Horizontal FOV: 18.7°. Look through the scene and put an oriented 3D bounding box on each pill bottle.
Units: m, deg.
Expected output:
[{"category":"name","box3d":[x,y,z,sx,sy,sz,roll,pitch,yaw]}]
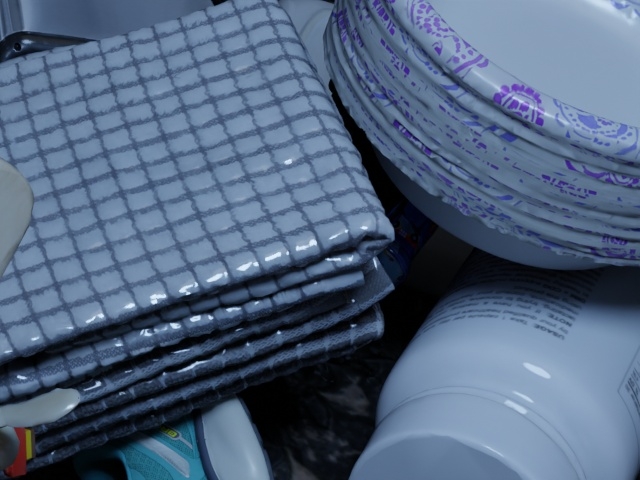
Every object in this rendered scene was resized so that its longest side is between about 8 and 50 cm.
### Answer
[{"category":"pill bottle","box3d":[0.130,0.095,1.198,0.160,0.160,0.283,27,37,10]}]

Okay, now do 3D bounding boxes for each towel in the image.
[{"category":"towel","box3d":[-0.116,-0.007,1.117,0.283,0.121,0.235,-19,49,-9]}]

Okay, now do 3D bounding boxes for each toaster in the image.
[{"category":"toaster","box3d":[-0.161,-0.082,1.284,0.185,0.168,0.110,5,37,-21]}]

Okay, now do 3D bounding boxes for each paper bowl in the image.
[{"category":"paper bowl","box3d":[0.140,-0.094,1.175,0.284,0.148,0.284,15,39,-12]}]

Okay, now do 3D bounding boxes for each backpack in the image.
[{"category":"backpack","box3d":[0.000,0.000,1.267,0.117,0.158,0.173,37,58,0]}]

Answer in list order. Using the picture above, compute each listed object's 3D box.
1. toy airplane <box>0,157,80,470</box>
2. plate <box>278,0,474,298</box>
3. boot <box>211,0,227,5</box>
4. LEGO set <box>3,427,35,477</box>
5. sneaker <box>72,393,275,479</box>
[{"category":"toy airplane","box3d":[-0.261,0.180,0.760,0.386,0.384,0.272,-14,3,-23]},{"category":"plate","box3d":[0.062,-0.079,1.463,0.277,0.045,0.278,21,42,2]},{"category":"boot","box3d":[-0.126,-0.221,1.551,0.137,0.077,0.198,40,42,17]},{"category":"LEGO set","box3d":[-0.179,0.150,0.942,0.060,0.182,0.244,-8,53,-46]},{"category":"sneaker","box3d":[-0.059,0.195,1.065,0.110,0.107,0.275,-17,43,-13]}]
